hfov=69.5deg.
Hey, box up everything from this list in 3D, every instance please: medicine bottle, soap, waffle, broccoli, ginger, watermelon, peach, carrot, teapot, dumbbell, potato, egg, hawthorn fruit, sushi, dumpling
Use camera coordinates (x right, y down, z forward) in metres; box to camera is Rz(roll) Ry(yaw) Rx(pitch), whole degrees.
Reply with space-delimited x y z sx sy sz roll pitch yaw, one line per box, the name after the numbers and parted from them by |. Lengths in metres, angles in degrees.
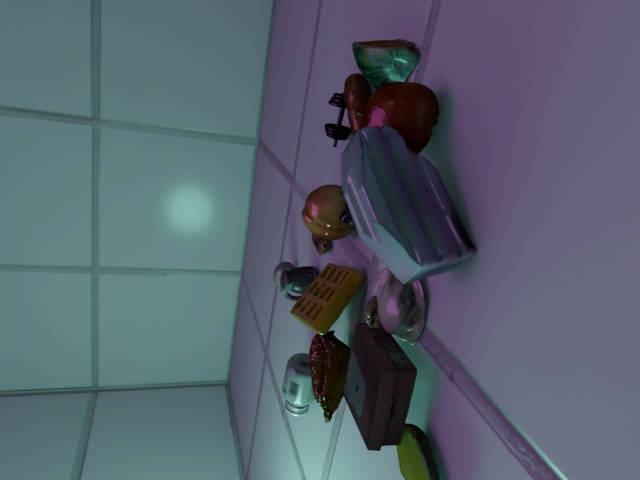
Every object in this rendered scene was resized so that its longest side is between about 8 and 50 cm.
-0.073 0.544 1.728 0.135 0.135 0.215 -125 43 -61 | medicine bottle
0.162 -0.080 0.964 0.323 0.193 0.109 70 154 17 | soap
0.016 0.178 1.469 0.221 0.055 0.248 -51 18 -12 | waffle
0.161 0.198 1.211 0.092 0.095 0.097 -43 7 37 | broccoli
-0.001 0.003 1.737 0.173 0.051 0.069 -126 46 -58 | ginger
0.169 -0.465 1.267 0.231 0.128 0.146 -122 22 -56 | watermelon
0.029 -0.090 1.479 0.184 0.184 0.184 -177 90 -71 | peach
0.116 -0.421 1.418 0.087 0.087 0.193 135 134 -62 | carrot
-0.091 0.164 1.821 0.148 0.146 0.116 123 144 -56 | teapot
0.067 -0.411 1.527 0.099 0.099 0.208 -121 39 -58 | dumbbell
0.224 0.500 1.009 0.198 0.054 0.119 -112 32 -48 | potato
-0.162 0.159 2.088 0.103 0.103 0.135 -120 36 -57 | egg
0.166 -0.282 1.070 0.179 0.201 0.179 20 -90 -76 | hawthorn fruit
0.047 0.394 1.410 0.140 0.149 0.287 60 -164 -54 | sushi
0.193 0.153 1.109 0.150 0.093 0.176 -41 46 50 | dumpling

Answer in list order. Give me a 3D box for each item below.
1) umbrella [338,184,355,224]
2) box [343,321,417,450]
0.132 -0.200 1.283 0.154 0.128 0.336 -127 47 -65 | umbrella
0.135 0.336 1.093 0.215 0.086 0.215 -128 44 -69 | box
